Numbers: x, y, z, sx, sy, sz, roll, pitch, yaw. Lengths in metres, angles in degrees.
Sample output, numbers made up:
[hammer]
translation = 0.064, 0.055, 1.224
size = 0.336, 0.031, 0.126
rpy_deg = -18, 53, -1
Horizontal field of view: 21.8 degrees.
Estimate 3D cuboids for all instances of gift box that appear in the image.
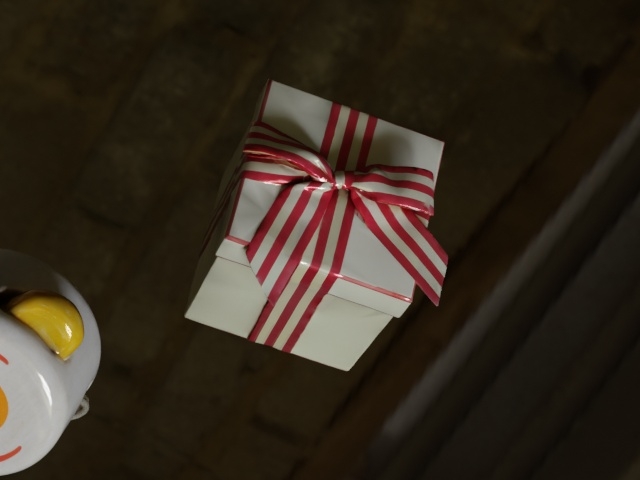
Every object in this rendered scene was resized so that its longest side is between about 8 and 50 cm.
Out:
[gift box]
translation = 0.000, 0.000, 1.932
size = 0.258, 0.255, 0.276
rpy_deg = 122, -21, -57

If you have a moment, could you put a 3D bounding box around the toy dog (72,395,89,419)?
[toy dog]
translation = -0.433, 0.120, 1.866
size = 0.220, 0.334, 0.161
rpy_deg = 75, 4, -62

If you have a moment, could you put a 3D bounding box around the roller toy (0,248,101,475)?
[roller toy]
translation = -0.313, 0.118, 1.569
size = 0.146, 0.209, 0.191
rpy_deg = -68, 159, -59
